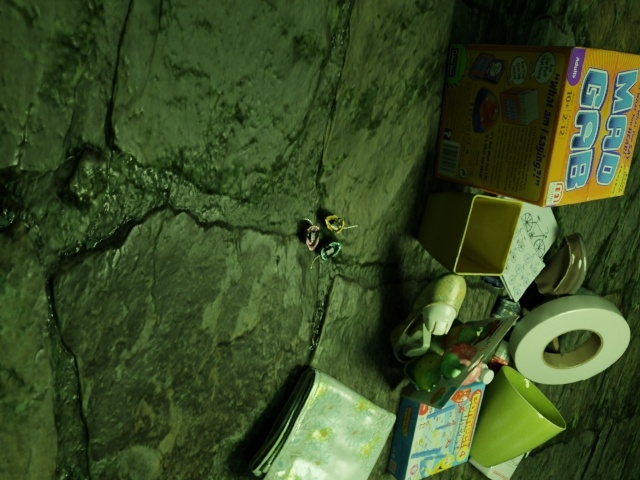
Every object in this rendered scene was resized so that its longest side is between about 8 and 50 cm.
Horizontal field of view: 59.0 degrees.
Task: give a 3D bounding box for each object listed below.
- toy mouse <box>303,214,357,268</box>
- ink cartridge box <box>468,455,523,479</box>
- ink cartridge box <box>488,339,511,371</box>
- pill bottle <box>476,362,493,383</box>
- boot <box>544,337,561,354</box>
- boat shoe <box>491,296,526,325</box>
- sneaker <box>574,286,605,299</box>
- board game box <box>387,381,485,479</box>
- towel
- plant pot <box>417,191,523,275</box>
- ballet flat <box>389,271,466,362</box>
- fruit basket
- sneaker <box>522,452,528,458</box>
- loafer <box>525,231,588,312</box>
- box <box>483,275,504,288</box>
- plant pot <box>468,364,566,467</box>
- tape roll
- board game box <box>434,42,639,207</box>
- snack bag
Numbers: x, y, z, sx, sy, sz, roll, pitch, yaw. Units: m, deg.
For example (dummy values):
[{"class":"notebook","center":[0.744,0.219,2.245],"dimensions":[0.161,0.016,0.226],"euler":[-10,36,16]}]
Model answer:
[{"class":"toy mouse","center":[0.000,0.000,1.389],"dimensions":[0.161,0.031,0.143],"euler":[22,93,-39]},{"class":"ink cartridge box","center":[0.684,0.775,2.124],"dimensions":[0.172,0.100,0.237],"euler":[38,82,-38]},{"class":"ink cartridge box","center":[0.646,0.416,2.009],"dimensions":[0.062,0.029,0.115],"euler":[29,88,-39]},{"class":"pill bottle","center":[0.507,0.422,1.855],"dimensions":[0.065,0.116,0.065],"euler":[-13,114,-32]},{"class":"boot","center":[0.857,0.375,2.105],"dimensions":[0.115,0.112,0.305],"euler":[-40,124,-30]},{"class":"boat shoe","center":[0.669,0.245,1.938],"dimensions":[0.183,0.065,0.083],"euler":[13,103,-36]},{"class":"sneaker","center":[0.965,0.219,2.088],"dimensions":[0.305,0.152,0.114],"euler":[9,103,-36]},{"class":"board game box","center":[0.381,0.609,1.854],"dimensions":[0.301,0.086,0.309],"euler":[-3,108,-35]},{"class":"towel","center":[0.021,0.554,1.536],"dimensions":[0.374,0.090,0.321],"euler":[38,78,-32]},{"class":"plant pot","center":[0.394,-0.034,1.560],"dimensions":[0.212,0.187,0.212],"euler":[4,104,-36]},{"class":"ballet flat","center":[0.291,0.225,1.525],"dimensions":[0.123,0.123,0.349],"euler":[-10,147,-33]},{"class":"fruit basket","center":[0.371,0.327,1.595],"dimensions":[0.165,0.353,0.327],"euler":[43,77,6]},{"class":"sneaker","center":[0.846,0.750,2.252],"dimensions":[0.132,0.086,0.229],"euler":[-11,123,-37]},{"class":"loafer","center":[0.781,0.134,1.889],"dimensions":[0.130,0.134,0.366],"euler":[8,124,4]},{"class":"box","center":[0.592,0.119,1.827],"dimensions":[0.136,0.081,0.028],"euler":[-12,113,-33]},{"class":"plant pot","center":[0.635,0.635,1.960],"dimensions":[0.274,0.275,0.294],"euler":[27,110,-39]},{"class":"tape roll","center":[0.846,0.347,1.932],"dimensions":[0.391,0.072,0.392],"euler":[-2,128,-2]},{"class":"board game box","center":[0.566,-0.313,1.470],"dimensions":[0.356,0.356,0.357],"euler":[-9,112,-33]},{"class":"snack bag","center":[0.636,-0.035,1.769],"dimensions":[0.342,0.037,0.323],"euler":[-44,117,-25]}]
